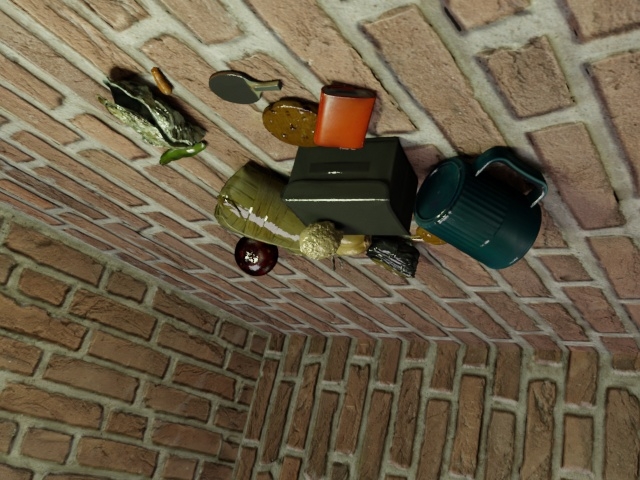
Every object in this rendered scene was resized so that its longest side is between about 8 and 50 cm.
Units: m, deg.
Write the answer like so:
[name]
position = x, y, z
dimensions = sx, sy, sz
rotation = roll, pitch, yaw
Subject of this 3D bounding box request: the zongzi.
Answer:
[zongzi]
position = -0.147, -0.056, 2.104
dimensions = 0.500, 0.218, 0.467
rotation = 28, 167, -8

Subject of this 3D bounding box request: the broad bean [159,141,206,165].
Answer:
[broad bean]
position = -0.489, -0.298, 1.947
dimensions = 0.298, 0.043, 0.060
rotation = -7, 161, 44

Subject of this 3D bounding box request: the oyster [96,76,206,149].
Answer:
[oyster]
position = -0.497, -0.363, 1.690
dimensions = 0.351, 0.158, 0.162
rotation = 22, -160, -39

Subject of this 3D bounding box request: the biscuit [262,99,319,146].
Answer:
[biscuit]
position = -0.064, -0.331, 1.619
dimensions = 0.212, 0.036, 0.212
rotation = 10, 160, 4

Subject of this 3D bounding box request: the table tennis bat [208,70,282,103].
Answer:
[table tennis bat]
position = -0.202, -0.411, 1.531
dimensions = 0.221, 0.019, 0.130
rotation = 4, 158, 26

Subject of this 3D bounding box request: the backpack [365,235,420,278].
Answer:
[backpack]
position = 0.263, 0.046, 2.238
dimensions = 0.258, 0.133, 0.206
rotation = 23, 170, -6

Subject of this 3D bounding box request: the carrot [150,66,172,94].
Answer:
[carrot]
position = -0.443, -0.442, 1.585
dimensions = 0.032, 0.032, 0.093
rotation = 6, 154, 17

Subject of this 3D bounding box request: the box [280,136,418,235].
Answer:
[box]
position = 0.098, -0.154, 1.731
dimensions = 0.345, 0.204, 0.251
rotation = 2, 156, 26

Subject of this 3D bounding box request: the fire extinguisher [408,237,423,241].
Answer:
[fire extinguisher]
position = 0.378, -0.005, 2.173
dimensions = 0.083, 0.022, 0.028
rotation = 3, 175, 25

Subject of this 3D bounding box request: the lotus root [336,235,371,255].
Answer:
[lotus root]
position = 0.027, -0.037, 2.143
dimensions = 0.343, 0.151, 0.169
rotation = 11, 140, 18

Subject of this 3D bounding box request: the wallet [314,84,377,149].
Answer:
[wallet]
position = 0.061, -0.324, 1.510
dimensions = 0.143, 0.045, 0.204
rotation = 4, 150, -4

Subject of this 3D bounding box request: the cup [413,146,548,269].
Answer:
[cup]
position = 0.462, -0.088, 1.633
dimensions = 0.292, 0.242, 0.308
rotation = 26, 158, -21

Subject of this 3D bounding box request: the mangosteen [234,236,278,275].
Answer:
[mangosteen]
position = -0.280, 0.061, 2.516
dimensions = 0.210, 0.209, 0.210
rotation = 12, 158, 5

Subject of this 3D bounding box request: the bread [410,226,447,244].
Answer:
[bread]
position = 0.449, -0.044, 1.962
dimensions = 0.344, 0.084, 0.124
rotation = -10, 131, 46

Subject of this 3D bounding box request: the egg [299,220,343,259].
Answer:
[egg]
position = 0.000, 0.000, 1.737
dimensions = 0.140, 0.116, 0.118
rotation = -5, 147, -33
